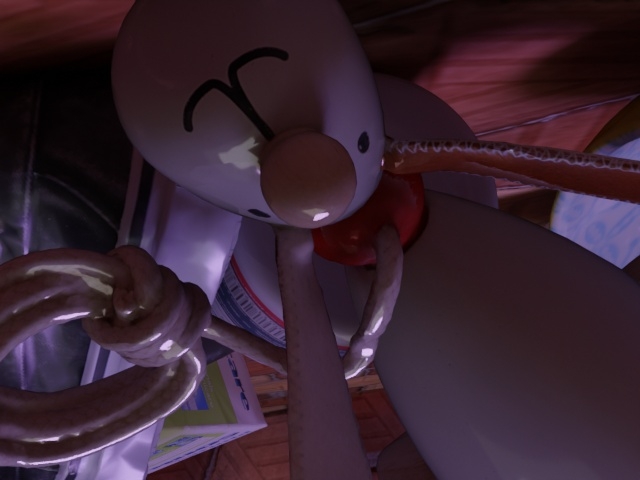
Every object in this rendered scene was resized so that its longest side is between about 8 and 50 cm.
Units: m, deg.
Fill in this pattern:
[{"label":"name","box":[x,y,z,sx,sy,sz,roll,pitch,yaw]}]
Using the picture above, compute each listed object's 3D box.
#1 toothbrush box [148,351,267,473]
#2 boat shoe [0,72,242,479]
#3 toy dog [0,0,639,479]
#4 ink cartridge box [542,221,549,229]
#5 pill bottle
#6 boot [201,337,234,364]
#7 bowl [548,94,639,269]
[{"label":"toothbrush box","box":[-0.184,0.096,1.143,0.206,0.122,0.283,-23,171,13]},{"label":"boat shoe","box":[-0.119,0.033,0.777,0.119,0.121,0.335,11,142,-10]},{"label":"toy dog","box":[0.061,0.051,0.625,0.333,0.161,0.220,15,119,-40]},{"label":"ink cartridge box","box":[0.243,-0.008,1.232,0.239,0.060,0.275,-39,161,20]},{"label":"pill bottle","box":[0.000,0.000,0.804,0.108,0.108,0.180,-7,173,-13]},{"label":"boot","box":[-0.160,0.019,0.929,0.305,0.112,0.115,-12,-156,-15]},{"label":"bowl","box":[0.258,0.001,0.796,0.156,0.289,0.289,-53,-163,-28]}]
